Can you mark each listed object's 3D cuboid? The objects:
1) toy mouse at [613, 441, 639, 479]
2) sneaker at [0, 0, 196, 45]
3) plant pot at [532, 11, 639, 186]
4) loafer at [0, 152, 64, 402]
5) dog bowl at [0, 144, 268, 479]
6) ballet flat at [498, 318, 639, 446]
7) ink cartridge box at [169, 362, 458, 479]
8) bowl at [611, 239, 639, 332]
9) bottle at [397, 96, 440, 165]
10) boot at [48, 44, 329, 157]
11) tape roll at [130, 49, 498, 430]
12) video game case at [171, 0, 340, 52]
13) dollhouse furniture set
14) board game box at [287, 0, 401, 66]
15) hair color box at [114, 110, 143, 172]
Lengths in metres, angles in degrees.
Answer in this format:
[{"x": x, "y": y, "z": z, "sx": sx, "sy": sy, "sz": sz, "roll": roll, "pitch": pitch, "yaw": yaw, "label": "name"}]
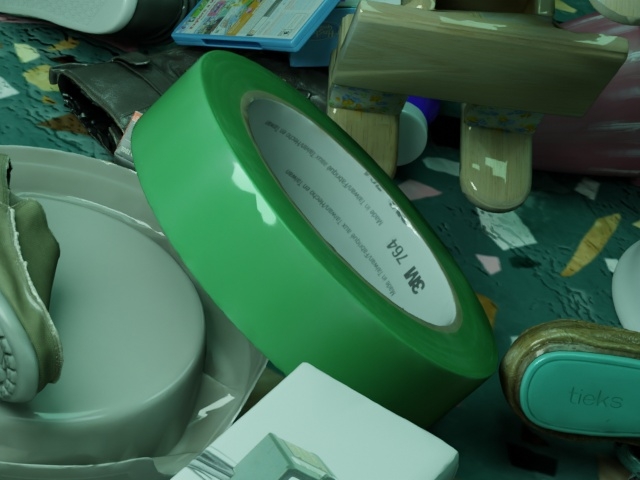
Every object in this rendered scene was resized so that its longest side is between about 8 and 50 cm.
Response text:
[{"x": 0.288, "y": 0.170, "z": 1.234, "sx": 0.143, "sy": 0.031, "sz": 0.161, "roll": 36, "pitch": 40, "yaw": 24, "label": "toy mouse"}, {"x": -0.251, "y": -0.265, "z": 1.545, "sx": 0.296, "sy": 0.104, "sz": 0.147, "roll": 25, "pitch": 12, "yaw": 35, "label": "sneaker"}, {"x": 0.278, "y": -0.147, "z": 1.528, "sx": 0.180, "sy": 0.201, "sz": 0.201, "roll": -8, "pitch": 40, "yaw": -7, "label": "plant pot"}, {"x": -0.215, "y": 0.007, "z": 1.018, "sx": 0.087, "sy": 0.094, "sz": 0.251, "roll": -9, "pitch": 43, "yaw": -25, "label": "loafer"}, {"x": -0.213, "y": 0.071, "z": 1.101, "sx": 0.349, "sy": 0.102, "sz": 0.349, "roll": 11, "pitch": 36, "yaw": -8, "label": "dog bowl"}, {"x": 0.306, "y": 0.126, "z": 1.200, "sx": 0.342, "sy": 0.116, "sz": 0.124, "roll": 10, "pitch": 17, "yaw": -4, "label": "ballet flat"}, {"x": -0.057, "y": 0.235, "z": 0.858, "sx": 0.121, "sy": 0.211, "sz": 0.289, "roll": 29, "pitch": 37, "yaw": 19, "label": "ink cartridge box"}, {"x": 0.429, "y": 0.037, "z": 1.382, "sx": 0.298, "sy": 0.134, "sz": 0.298, "roll": 11, "pitch": 36, "yaw": -8, "label": "bowl"}, {"x": 0.076, "y": -0.181, "z": 1.557, "sx": 0.118, "sy": 0.092, "sz": 0.283, "roll": 14, "pitch": 36, "yaw": -8, "label": "bottle"}, {"x": -0.102, "y": -0.116, "z": 1.422, "sx": 0.229, "sy": 0.091, "sz": 0.263, "roll": -27, "pitch": 50, "yaw": -37, "label": "boot"}, {"x": 0.000, "y": 0.000, "z": 1.130, "sx": 0.321, "sy": 0.077, "sz": 0.321, "roll": 43, "pitch": 16, "yaw": -16, "label": "tape roll"}, {"x": -0.049, "y": -0.223, "z": 1.400, "sx": 0.166, "sy": 0.015, "sz": 0.119, "roll": 11, "pitch": 55, "yaw": 43, "label": "video game case"}, {"x": 0.211, "y": -0.103, "z": 1.224, "sx": 0.394, "sy": 0.362, "sz": 0.256, "roll": 7, "pitch": 67, "yaw": -8, "label": "dollhouse furniture set"}, {"x": 0.067, "y": -0.285, "z": 1.543, "sx": 0.242, "sy": 0.064, "sz": 0.316, "roll": -2, "pitch": 36, "yaw": -8, "label": "board game box"}, {"x": -0.136, "y": -0.062, "z": 1.274, "sx": 0.072, "sy": 0.141, "sz": 0.043, "roll": 27, "pitch": 80, "yaw": -4, "label": "hair color box"}]
